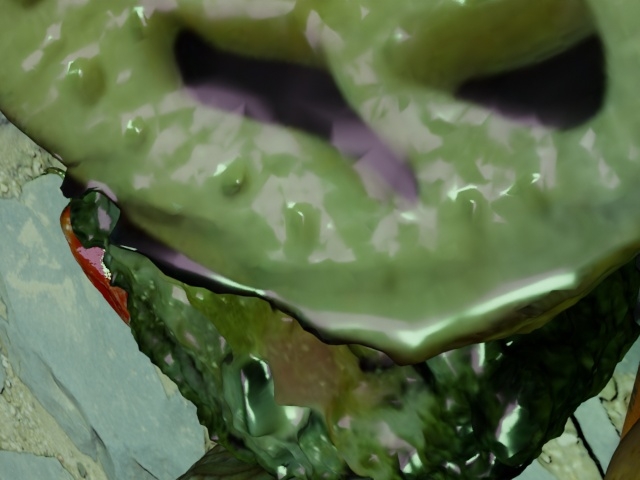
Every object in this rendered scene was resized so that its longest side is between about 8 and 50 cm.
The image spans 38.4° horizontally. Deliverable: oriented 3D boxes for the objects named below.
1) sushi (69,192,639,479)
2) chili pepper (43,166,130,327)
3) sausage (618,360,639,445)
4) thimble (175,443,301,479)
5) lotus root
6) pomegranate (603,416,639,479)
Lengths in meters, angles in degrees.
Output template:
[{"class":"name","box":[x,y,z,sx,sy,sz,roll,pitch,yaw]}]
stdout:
[{"class":"sushi","box":[0.000,0.000,0.576,0.352,0.178,0.294,52,136,12]},{"class":"chili pepper","box":[-0.194,0.013,0.840,0.059,0.050,0.191,-6,117,40]},{"class":"sausage","box":[0.203,0.118,0.536,0.053,0.053,0.348,22,122,33]},{"class":"thimble","box":[-0.029,0.209,0.719,0.190,0.143,0.138,18,121,35]},{"class":"lotus root","box":[0.014,-0.145,0.379,0.374,0.111,0.391,-16,88,15]},{"class":"pomegranate","box":[0.243,0.147,0.404,0.233,0.233,0.233,18,121,34]}]
